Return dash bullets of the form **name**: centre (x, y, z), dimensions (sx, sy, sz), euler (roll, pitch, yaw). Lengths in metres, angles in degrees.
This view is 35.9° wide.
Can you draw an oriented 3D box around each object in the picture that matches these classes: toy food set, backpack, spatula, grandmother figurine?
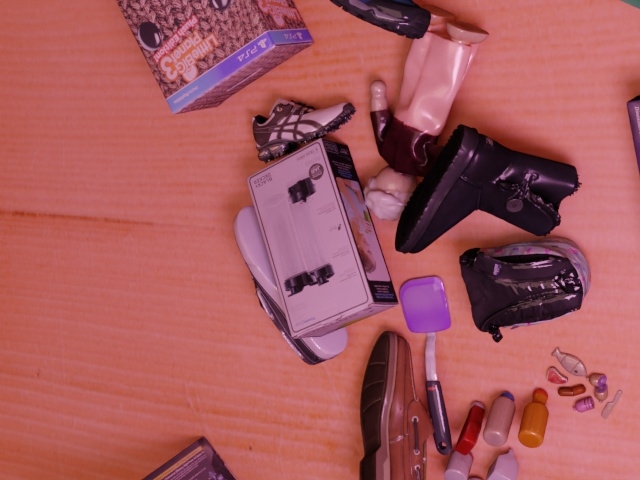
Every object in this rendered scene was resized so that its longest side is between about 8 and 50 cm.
- **toy food set**: centre (0.409, 0.232, 1.562), dimensions (0.122, 0.019, 0.078), euler (31, 114, 17)
- **backpack**: centre (0.319, 0.061, 1.512), dimensions (0.182, 0.115, 0.152), euler (-11, 109, 27)
- **toy food set**: centre (0.284, 0.332, 1.626), dimensions (0.111, 0.104, 0.232), euler (26, 132, 4)
- **spatula**: centre (0.186, 0.210, 1.648), dimensions (0.084, 0.030, 0.297), euler (-9, 85, 29)
- **grandmother figurine**: centre (0.156, -0.180, 1.550), dimensions (0.208, 0.104, 0.342), euler (44, 124, 42)

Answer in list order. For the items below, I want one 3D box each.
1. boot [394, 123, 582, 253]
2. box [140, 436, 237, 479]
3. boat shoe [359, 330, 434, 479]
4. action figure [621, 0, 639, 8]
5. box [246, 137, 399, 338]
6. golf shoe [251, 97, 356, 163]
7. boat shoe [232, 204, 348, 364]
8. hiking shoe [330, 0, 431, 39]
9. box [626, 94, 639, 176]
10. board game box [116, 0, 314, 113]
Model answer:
- **boot**: centre (0.250, -0.044, 1.495), dimensions (0.207, 0.094, 0.246), euler (21, 125, -13)
- **box**: centre (-0.240, 0.564, 1.755), dimensions (0.097, 0.395, 0.318), euler (-41, 83, 28)
- **boat shoe**: centre (0.129, 0.307, 1.635), dimensions (0.104, 0.111, 0.307), euler (11, 73, -16)
- **action figure**: centre (0.526, -0.318, 1.344), dimensions (0.232, 0.063, 0.137), euler (45, 116, 14)
- **box**: centre (0.000, 0.000, 1.626), dimensions (0.169, 0.087, 0.290), euler (-27, 72, 29)
- **golf shoe**: centre (-0.037, -0.203, 1.647), dimensions (0.198, 0.077, 0.094), euler (-22, 92, 28)
- **boat shoe**: centre (-0.070, 0.083, 1.722), dimensions (0.301, 0.108, 0.102), euler (55, 138, -1)
- **hiking shoe**: centre (0.064, -0.415, 1.492), dimensions (0.304, 0.113, 0.132), euler (43, 112, 31)
- **box**: centre (0.546, -0.088, 1.371), dimensions (0.184, 0.103, 0.261), euler (-10, 98, 26)
- **board game box**: centre (-0.192, -0.395, 1.640), dimensions (0.232, 0.141, 0.291), euler (-28, 89, 29)
